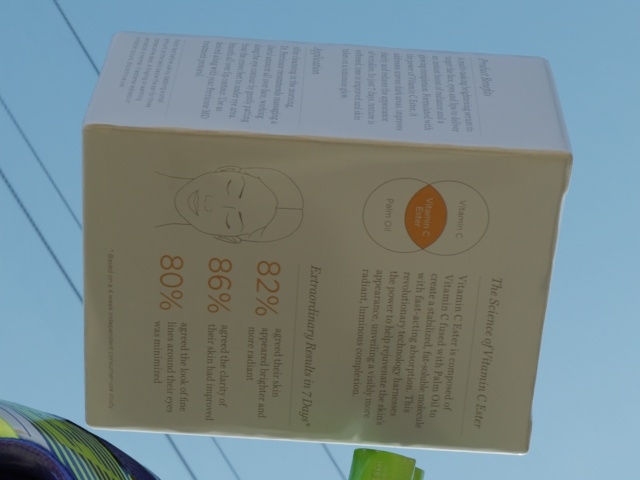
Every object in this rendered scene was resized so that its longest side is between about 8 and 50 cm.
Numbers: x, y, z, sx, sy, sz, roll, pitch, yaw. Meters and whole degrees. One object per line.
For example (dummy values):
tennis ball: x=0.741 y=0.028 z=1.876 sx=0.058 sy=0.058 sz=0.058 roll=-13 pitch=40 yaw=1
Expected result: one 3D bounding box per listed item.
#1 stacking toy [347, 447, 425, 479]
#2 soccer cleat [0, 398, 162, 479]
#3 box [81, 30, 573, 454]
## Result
stacking toy: x=0.060 y=0.184 z=0.629 sx=0.221 sy=0.052 sz=0.167 roll=34 pitch=-116 yaw=-48
soccer cleat: x=-0.180 y=0.070 z=0.523 sx=0.289 sy=0.121 sz=0.093 roll=13 pitch=-94 yaw=11
box: x=0.000 y=0.000 z=0.636 sx=0.170 sy=0.091 sz=0.130 roll=4 pitch=-61 yaw=-1
